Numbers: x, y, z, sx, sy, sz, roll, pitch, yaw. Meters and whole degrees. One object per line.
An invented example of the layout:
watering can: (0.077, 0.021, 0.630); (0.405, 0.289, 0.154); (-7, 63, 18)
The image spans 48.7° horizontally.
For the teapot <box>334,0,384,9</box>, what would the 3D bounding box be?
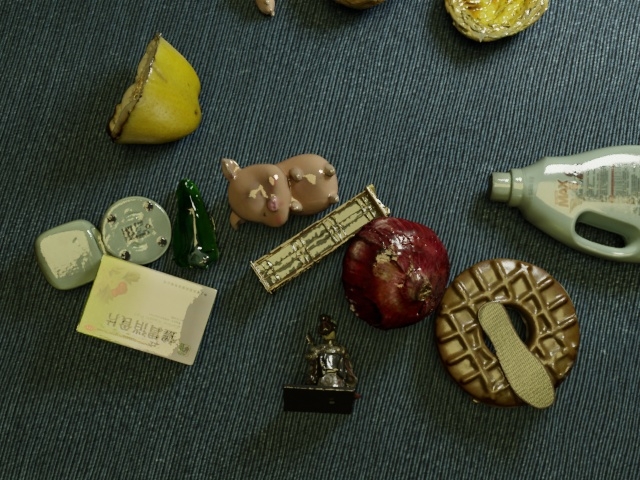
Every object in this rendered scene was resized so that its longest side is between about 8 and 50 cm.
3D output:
teapot: (0.092, -0.644, 1.637); (0.311, 0.167, 0.204); (20, 108, 23)

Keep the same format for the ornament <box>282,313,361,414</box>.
ornament: (0.008, 0.266, 1.563); (0.166, 0.153, 0.196); (4, 59, 0)

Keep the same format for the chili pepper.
chili pepper: (-0.296, -0.034, 1.607); (0.108, 0.062, 0.216); (-11, 81, -1)

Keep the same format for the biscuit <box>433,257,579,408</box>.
biscuit: (0.406, 0.197, 1.549); (0.331, 0.103, 0.332); (0, 82, 1)

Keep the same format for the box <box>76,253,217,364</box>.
box: (-0.378, 0.152, 1.554); (0.260, 0.062, 0.175); (19, 85, -12)

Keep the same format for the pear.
pear: (-0.351, -0.309, 1.591); (0.178, 0.267, 0.267); (25, 83, -21)

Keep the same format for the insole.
insole: (0.410, 0.243, 1.489); (0.086, 0.005, 0.253); (-30, 84, -3)

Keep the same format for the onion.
onion: (0.166, 0.072, 1.497); (0.252, 0.219, 0.252); (-5, 105, -18)

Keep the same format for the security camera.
security camera: (-0.486, 0.005, 1.598); (0.301, 0.080, 0.157); (-22, 97, -13)

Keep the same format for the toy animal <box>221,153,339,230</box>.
toy animal: (-0.086, -0.116, 1.568); (0.250, 0.154, 0.167); (-10, 99, -12)

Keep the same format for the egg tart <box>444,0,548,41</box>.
egg tart: (0.408, -0.557, 1.648); (0.231, 0.098, 0.252); (27, 80, 10)

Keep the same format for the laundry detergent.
laundry detergent: (0.576, -0.089, 1.573); (0.397, 0.125, 0.264); (4, 84, 2)

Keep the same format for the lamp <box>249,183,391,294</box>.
lamp: (0.000, 0.000, 1.585); (0.325, 0.090, 0.089); (-33, 84, -2)

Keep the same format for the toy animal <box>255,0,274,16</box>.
toy animal: (-0.123, -0.598, 1.664); (0.082, 0.091, 0.114); (-27, 82, -17)
